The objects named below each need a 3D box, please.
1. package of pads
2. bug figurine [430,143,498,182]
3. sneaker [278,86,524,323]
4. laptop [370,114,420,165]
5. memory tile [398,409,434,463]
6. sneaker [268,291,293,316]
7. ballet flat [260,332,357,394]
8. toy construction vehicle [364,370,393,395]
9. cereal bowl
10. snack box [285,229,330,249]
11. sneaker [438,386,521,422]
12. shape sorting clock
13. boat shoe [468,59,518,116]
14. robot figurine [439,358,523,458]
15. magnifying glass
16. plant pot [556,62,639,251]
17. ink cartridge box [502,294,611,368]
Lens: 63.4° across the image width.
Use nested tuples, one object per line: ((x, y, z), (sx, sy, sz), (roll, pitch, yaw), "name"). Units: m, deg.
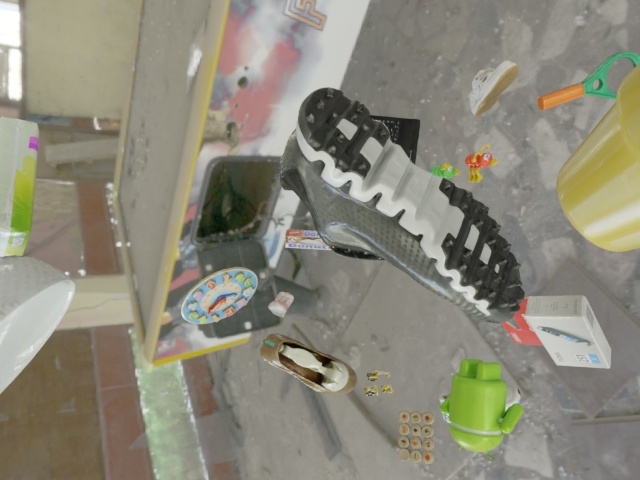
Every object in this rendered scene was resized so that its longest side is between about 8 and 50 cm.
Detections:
((-0.764, -0.115, 1.270), (0.229, 0.101, 0.296), (-34, 56, 49), "package of pads")
((0.326, -0.142, 1.358), (0.072, 0.279, 0.216), (49, 162, -20), "bug figurine")
((0.059, -0.013, 0.420), (0.106, 0.234, 0.078), (-36, 18, 55), "sneaker")
((0.171, -0.281, 1.608), (0.136, 0.264, 0.234), (-37, -47, -83), "laptop")
((0.286, 0.589, 1.556), (0.113, 0.012, 0.148), (-5, 77, 30), "memory tile")
((-0.109, 0.171, 1.451), (0.134, 0.051, 0.070), (98, -162, -74), "sneaker")
((-0.013, 0.365, 1.499), (0.124, 0.342, 0.116), (-15, 45, 62), "ballet flat")
((0.193, 0.476, 1.734), (0.086, 0.098, 0.035), (-101, 18, -52), "toy construction vehicle")
((-0.554, 0.153, 0.799), (0.339, 0.141, 0.339), (-52, 5, 6), "cereal bowl")
((0.000, 0.000, 1.318), (0.064, 0.178, 0.022), (95, 178, -61), "snack box")
((0.368, 0.370, 1.212), (0.071, 0.190, 0.083), (-78, -35, -63), "sneaker")
((-0.250, 0.143, 1.301), (0.040, 0.206, 0.206), (54, 137, 26), "shape sorting clock")
((0.507, -0.478, 1.581), (0.096, 0.098, 0.277), (61, 171, 9), "boat shoe")
((0.196, 0.208, 0.647), (0.101, 0.067, 0.115), (-1, 82, 49), "robot figurine")
((0.553, -0.316, 1.058), (0.026, 0.231, 0.092), (-125, 16, -68), "magnifying glass")
((0.470, -0.105, 0.701), (0.239, 0.254, 0.254), (127, 135, -58), "plant pot")
((0.599, 0.243, 1.381), (0.261, 0.296, 0.066), (-5, 52, 40), "ink cartridge box")
